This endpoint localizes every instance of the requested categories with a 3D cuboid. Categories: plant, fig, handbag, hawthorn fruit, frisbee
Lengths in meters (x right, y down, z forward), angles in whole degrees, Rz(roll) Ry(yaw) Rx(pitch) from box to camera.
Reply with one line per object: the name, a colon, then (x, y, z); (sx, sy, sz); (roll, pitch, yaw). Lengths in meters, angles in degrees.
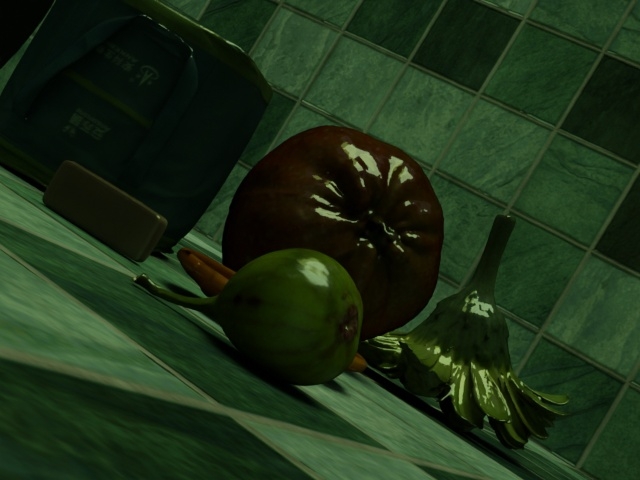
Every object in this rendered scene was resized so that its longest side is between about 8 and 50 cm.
plant: (0.170, 0.136, 1.397); (0.306, 0.297, 0.261); (16, -26, -24)
fig: (-0.042, 0.034, 0.708); (0.166, 0.093, 0.093); (29, -3, 39)
handbag: (-0.212, -0.141, 1.156); (0.263, 0.241, 0.222); (30, -2, 1)
hawthorn fruit: (0.008, 0.000, 1.181); (0.262, 0.258, 0.258); (-21, -41, 39)
frisbee: (-0.047, 0.067, 0.903); (0.192, 0.035, 0.192); (31, -1, 1)

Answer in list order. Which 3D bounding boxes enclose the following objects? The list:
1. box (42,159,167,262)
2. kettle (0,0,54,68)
box: (-0.191, -0.026, 0.921); (0.115, 0.048, 0.025); (30, 2, 18)
kettle: (-0.392, -0.257, 0.738); (0.324, 0.228, 0.321); (41, 40, 6)
